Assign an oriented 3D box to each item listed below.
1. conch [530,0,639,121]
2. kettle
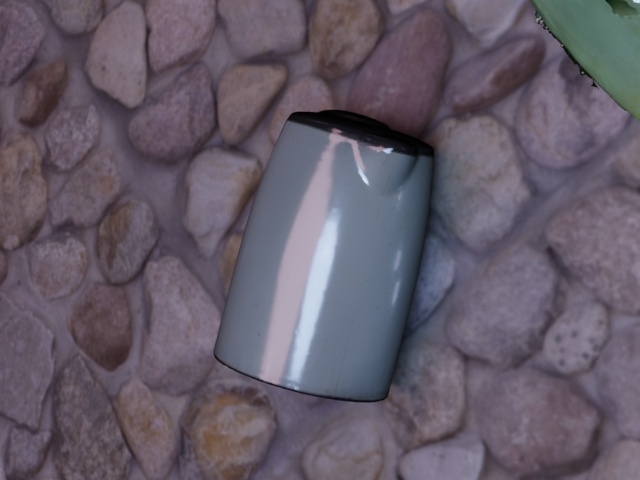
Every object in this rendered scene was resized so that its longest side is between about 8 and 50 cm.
[{"bbox_3d":[0.236,-0.201,1.181,0.143,0.137,0.251,-16,98,11],"label":"conch"},{"bbox_3d":[0.000,0.000,1.334,0.221,0.161,0.236,-149,70,-68],"label":"kettle"}]
